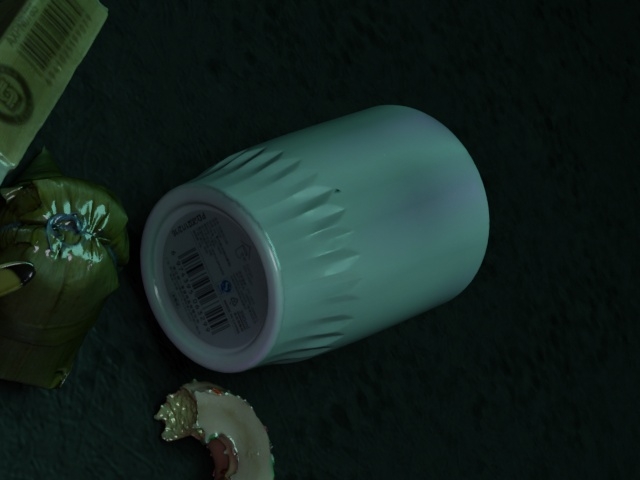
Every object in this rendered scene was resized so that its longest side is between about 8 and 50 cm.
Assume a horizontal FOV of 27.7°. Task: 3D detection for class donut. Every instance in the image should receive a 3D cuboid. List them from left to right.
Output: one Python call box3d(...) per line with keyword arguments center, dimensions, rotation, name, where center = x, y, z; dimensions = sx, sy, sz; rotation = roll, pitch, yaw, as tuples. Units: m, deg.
box3d(center=(-0.101, 0.227, 1.367), dimensions=(0.117, 0.065, 0.166), rotation=(0, 73, -47), name="donut")

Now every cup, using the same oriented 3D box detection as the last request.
box3d(center=(0.000, 0.000, 1.452), dimensions=(0.371, 0.253, 0.253), rotation=(-22, 88, -49), name="cup")

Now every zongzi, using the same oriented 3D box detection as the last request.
box3d(center=(-0.245, -0.033, 1.199), dimensions=(0.125, 0.251, 0.274), rotation=(15, 55, -19), name="zongzi")

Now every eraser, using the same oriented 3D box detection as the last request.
box3d(center=(-0.316, -0.123, 1.207), dimensions=(0.078, 0.144, 0.343), rotation=(47, 33, -24), name="eraser")

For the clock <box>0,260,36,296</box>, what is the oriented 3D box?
box3d(center=(-0.325, 0.038, 1.015), dimensions=(0.170, 0.232, 0.069), rotation=(54, 39, -16), name="clock")
